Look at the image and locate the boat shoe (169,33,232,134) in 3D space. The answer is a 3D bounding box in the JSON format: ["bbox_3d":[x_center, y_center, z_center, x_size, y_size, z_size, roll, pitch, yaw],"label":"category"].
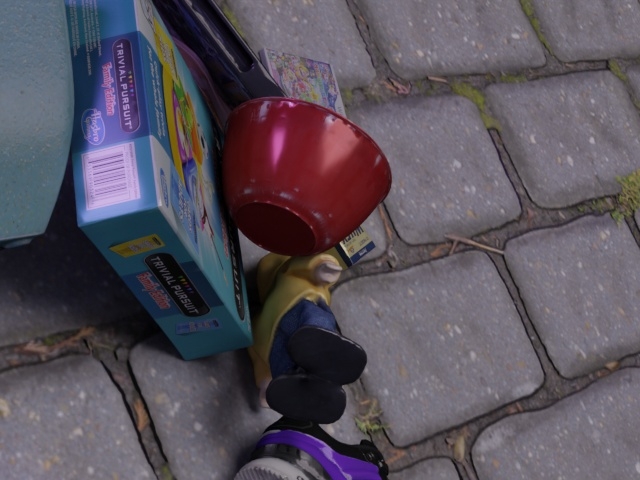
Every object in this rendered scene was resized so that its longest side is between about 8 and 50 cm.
[{"bbox_3d":[-0.149,-0.156,1.792,0.170,0.063,0.059,50,32,-13],"label":"boat shoe"}]

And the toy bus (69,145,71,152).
[{"bbox_3d":[-0.287,-0.224,1.645,0.191,0.202,0.104,34,-1,-32],"label":"toy bus"}]

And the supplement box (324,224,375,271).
[{"bbox_3d":[0.000,0.000,1.838,0.083,0.083,0.056,57,37,-3],"label":"supplement box"}]

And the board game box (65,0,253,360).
[{"bbox_3d":[-0.154,-0.064,1.568,0.336,0.079,0.254,63,16,-63],"label":"board game box"}]

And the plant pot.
[{"bbox_3d":[-0.360,-0.097,1.384,0.248,0.247,0.252,-10,85,-51],"label":"plant pot"}]

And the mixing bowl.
[{"bbox_3d":[-0.028,-0.048,1.631,0.181,0.181,0.098,39,55,-25],"label":"mixing bowl"}]

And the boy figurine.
[{"bbox_3d":[-0.023,0.090,1.694,0.092,0.177,0.285,20,15,-12],"label":"boy figurine"}]

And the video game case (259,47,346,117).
[{"bbox_3d":[-0.020,-0.188,2.002,0.122,0.011,0.087,8,60,-46],"label":"video game case"}]

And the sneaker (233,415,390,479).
[{"bbox_3d":[0.048,0.284,1.686,0.293,0.102,0.146,46,38,-17],"label":"sneaker"}]

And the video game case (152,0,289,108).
[{"bbox_3d":[-0.128,-0.229,1.751,0.248,0.035,0.275,53,-4,-9],"label":"video game case"}]
